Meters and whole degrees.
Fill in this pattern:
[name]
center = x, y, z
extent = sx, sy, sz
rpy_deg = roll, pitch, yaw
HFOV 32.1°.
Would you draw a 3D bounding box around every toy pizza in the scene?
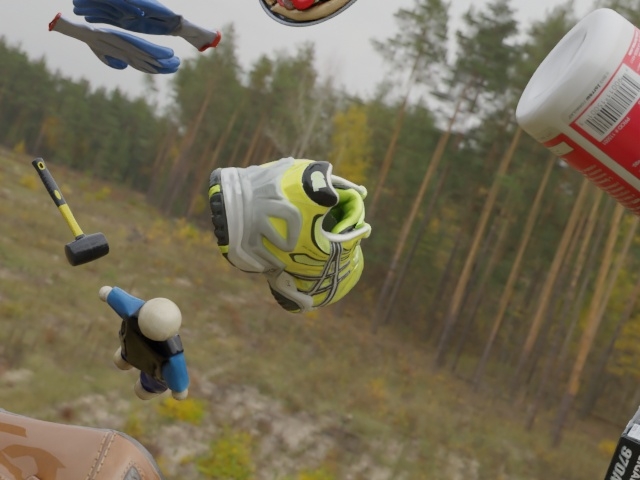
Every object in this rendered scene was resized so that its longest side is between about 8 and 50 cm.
[toy pizza]
center = -0.003, -0.347, 1.309
extent = 0.201, 0.201, 0.032
rpy_deg = 21, -3, 41

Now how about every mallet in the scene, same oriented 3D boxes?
[mallet]
center = -0.395, -0.042, 1.684
extent = 0.190, 0.062, 0.039
rpy_deg = 51, -34, 12

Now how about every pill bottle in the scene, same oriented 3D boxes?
[pill bottle]
center = 0.530, -0.158, 1.753
extent = 0.407, 0.229, 0.229
rpy_deg = 36, -2, -8

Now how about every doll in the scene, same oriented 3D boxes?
[doll]
center = -0.160, 0.093, 1.023
extent = 0.129, 0.046, 0.189
rpy_deg = 53, -23, 7

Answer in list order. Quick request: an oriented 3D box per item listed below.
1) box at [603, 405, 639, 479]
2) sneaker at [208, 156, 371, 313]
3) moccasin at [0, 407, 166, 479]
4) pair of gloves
[box]
center = 0.407, 0.332, 1.486
extent = 0.051, 0.220, 0.175
rpy_deg = 23, 20, 22
[sneaker]
center = 0.000, 0.000, 1.360
extent = 0.147, 0.145, 0.384
rpy_deg = -12, -13, 16
[moccasin]
center = -0.286, 0.213, 0.874
extent = 0.380, 0.139, 0.147
rpy_deg = 5, 35, 36
[pair of gloves]
center = -0.209, -0.224, 1.218
extent = 0.159, 0.023, 0.198
rpy_deg = 17, -16, -27
